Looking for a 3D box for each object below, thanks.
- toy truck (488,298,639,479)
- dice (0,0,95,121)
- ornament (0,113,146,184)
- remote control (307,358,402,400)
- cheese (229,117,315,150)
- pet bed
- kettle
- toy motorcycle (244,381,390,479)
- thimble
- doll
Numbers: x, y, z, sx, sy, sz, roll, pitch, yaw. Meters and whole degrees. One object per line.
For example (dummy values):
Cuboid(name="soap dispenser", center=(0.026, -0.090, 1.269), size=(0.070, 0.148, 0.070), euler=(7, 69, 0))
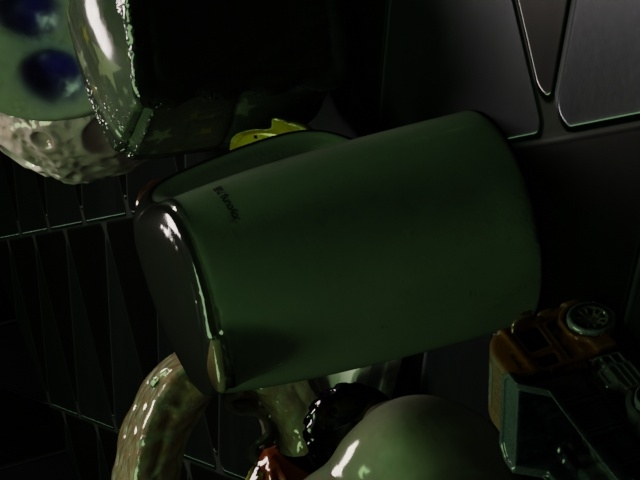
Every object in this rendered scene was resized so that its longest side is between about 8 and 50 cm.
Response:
Cuboid(name="toy truck", center=(0.174, 0.122, 1.150), size=(0.192, 0.092, 0.083), euler=(-124, 25, -49))
Cuboid(name="dice", center=(-0.252, -0.288, 1.723), size=(0.259, 0.251, 0.243), euler=(-50, 24, 37))
Cuboid(name="ornament", center=(-0.261, -0.196, 1.987), size=(0.225, 0.259, 0.259), euler=(84, 162, -46))
Cuboid(name="remote control", center=(0.021, 0.150, 1.718), size=(0.277, 0.055, 0.103), euler=(101, 150, -52))
Cuboid(name="cheese", center=(-0.006, -0.031, 1.582), size=(0.156, 0.064, 0.250), euler=(23, 158, 15))
Cuboid(name="pet bed", center=(-0.090, -0.185, 1.539), size=(0.183, 0.211, 0.159), euler=(70, 152, 22))
Cuboid(name="kettle", center=(0.000, 0.000, 1.329), size=(0.240, 0.255, 0.165), euler=(-123, 23, -47))
Cuboid(name="toy motorcycle", center=(0.026, 0.334, 1.579), size=(0.134, 0.207, 0.401), euler=(-169, 58, -75))
Cuboid(name="thimble", center=(-0.093, 0.209, 1.691), size=(0.148, 0.196, 0.229), euler=(177, 79, -73))
Cuboid(name="doll", center=(0.095, 0.264, 1.316), size=(0.226, 0.215, 0.370), euler=(56, 175, -25))
